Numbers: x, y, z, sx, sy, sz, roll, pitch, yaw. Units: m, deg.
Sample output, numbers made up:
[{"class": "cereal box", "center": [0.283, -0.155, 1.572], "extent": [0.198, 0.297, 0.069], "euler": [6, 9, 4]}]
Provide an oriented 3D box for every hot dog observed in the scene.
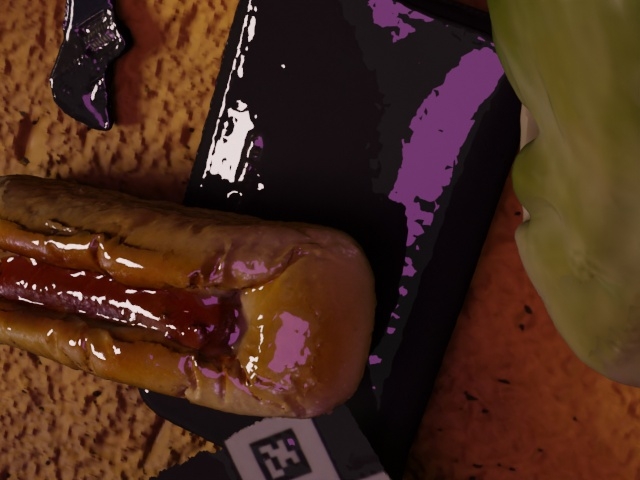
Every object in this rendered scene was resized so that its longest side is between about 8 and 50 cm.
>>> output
[{"class": "hot dog", "center": [-0.085, 0.022, 0.805], "extent": [0.242, 0.073, 0.084], "euler": [12, 102, 40]}]

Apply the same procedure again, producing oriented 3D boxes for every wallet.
[{"class": "wallet", "center": [0.000, 0.000, 0.820], "extent": [0.149, 0.044, 0.250], "euler": [26, 110, 19]}]

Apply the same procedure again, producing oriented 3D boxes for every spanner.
[{"class": "spanner", "center": [-0.117, -0.155, 0.851], "extent": [0.046, 0.012, 0.208], "euler": [-3, 100, 24]}]

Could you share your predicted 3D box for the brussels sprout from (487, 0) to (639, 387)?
[{"class": "brussels sprout", "center": [0.198, -0.106, 0.592], "extent": [0.289, 0.281, 0.355], "euler": [37, 122, 12]}]

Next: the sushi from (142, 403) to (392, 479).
[{"class": "sushi", "center": [-0.008, 0.187, 0.841], "extent": [0.192, 0.050, 0.215], "euler": [-28, 95, 22]}]
